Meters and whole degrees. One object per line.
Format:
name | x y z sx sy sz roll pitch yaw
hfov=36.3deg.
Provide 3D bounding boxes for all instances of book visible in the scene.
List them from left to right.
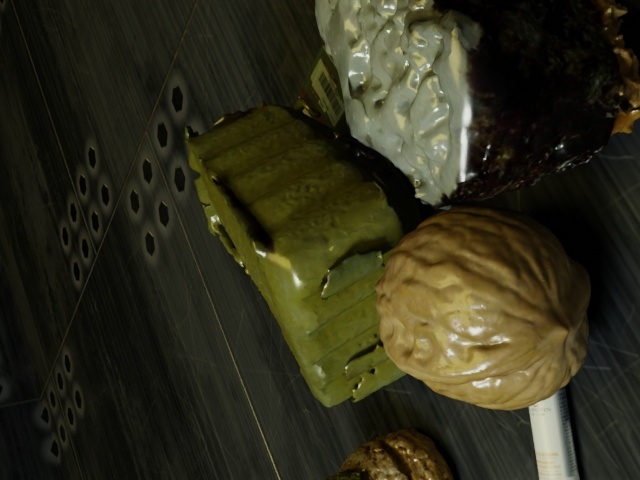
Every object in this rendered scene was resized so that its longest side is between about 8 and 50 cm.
book | 0.000 -0.085 1.291 0.201 0.026 0.289 60 142 31

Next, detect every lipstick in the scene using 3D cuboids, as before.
lipstick | 0.232 0.202 0.969 0.040 0.040 0.141 -12 86 58

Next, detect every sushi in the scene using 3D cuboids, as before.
sushi | 0.125 -0.171 0.914 0.234 0.207 0.348 97 153 -44

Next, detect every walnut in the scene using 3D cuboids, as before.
walnut | 0.156 0.063 0.920 0.213 0.213 0.213 19 113 55

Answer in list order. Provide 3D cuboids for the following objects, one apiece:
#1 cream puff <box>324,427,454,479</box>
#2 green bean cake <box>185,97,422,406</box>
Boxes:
cream puff | 0.057 0.324 1.158 0.183 0.169 0.183 20 113 57
green bean cake | 0.000 0.000 1.134 0.310 0.202 0.285 52 163 40
